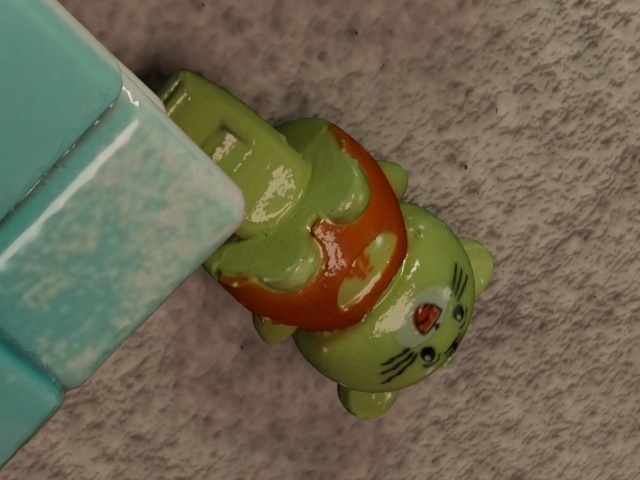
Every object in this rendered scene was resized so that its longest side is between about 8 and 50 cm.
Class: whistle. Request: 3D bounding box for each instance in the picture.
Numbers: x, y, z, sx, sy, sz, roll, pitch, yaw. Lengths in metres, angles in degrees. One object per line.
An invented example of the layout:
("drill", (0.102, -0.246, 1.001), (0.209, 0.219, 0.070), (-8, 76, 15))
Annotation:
("whistle", (0.000, 0.000, 1.052), (0.131, 0.106, 0.288), (-51, 130, -4))

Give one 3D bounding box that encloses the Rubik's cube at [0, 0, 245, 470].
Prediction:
("Rubik's cube", (-0.282, -0.051, 0.718), (0.316, 0.319, 0.322), (-45, 131, -1))
